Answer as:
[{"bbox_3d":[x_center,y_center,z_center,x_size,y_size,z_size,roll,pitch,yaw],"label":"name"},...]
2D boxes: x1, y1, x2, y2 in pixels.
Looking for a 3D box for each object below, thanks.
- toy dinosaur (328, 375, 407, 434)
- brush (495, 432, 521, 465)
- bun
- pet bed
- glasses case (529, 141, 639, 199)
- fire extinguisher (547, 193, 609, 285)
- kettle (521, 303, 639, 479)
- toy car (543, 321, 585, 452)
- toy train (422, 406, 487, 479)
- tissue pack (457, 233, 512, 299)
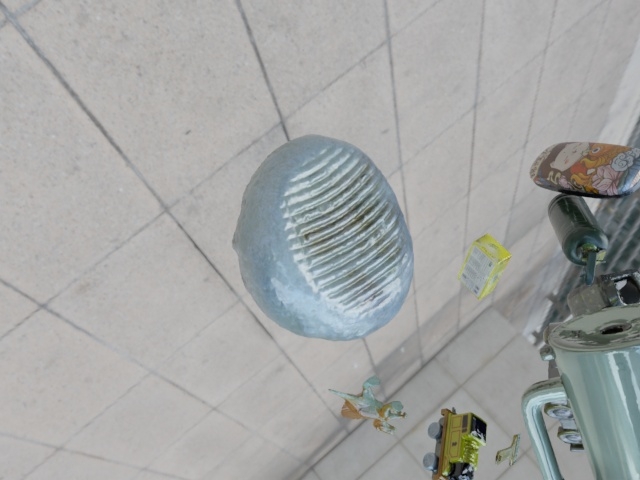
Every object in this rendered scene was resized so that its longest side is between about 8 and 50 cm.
[{"bbox_3d":[0.083,0.317,1.146,0.212,0.057,0.142,22,137,-17],"label":"toy dinosaur"},{"bbox_3d":[0.477,0.538,1.510,0.218,0.010,0.083,20,79,-57],"label":"brush"},{"bbox_3d":[0.000,0.000,1.047,0.361,0.362,0.211,-23,-175,-36],"label":"bun"},{"bbox_3d":[0.890,0.200,1.834,0.183,0.159,0.211,-9,158,-16],"label":"pet bed"},{"bbox_3d":[0.624,-0.168,1.406,0.082,0.321,0.122,37,87,-23],"label":"glasses case"},{"bbox_3d":[0.590,-0.011,1.365,0.311,0.095,0.115,-64,164,-65],"label":"fire extinguisher"},{"bbox_3d":[0.486,0.290,0.957,0.264,0.318,0.205,-19,-175,-4],"label":"kettle"},{"bbox_3d":[0.677,0.354,1.451,0.336,0.226,0.242,52,41,-40],"label":"toy car"},{"bbox_3d":[0.315,0.481,1.373,0.127,0.089,0.219,-31,-150,44],"label":"toy train"},{"bbox_3d":[0.458,0.075,1.670,0.062,0.095,0.176,-26,148,-26],"label":"tissue pack"}]
